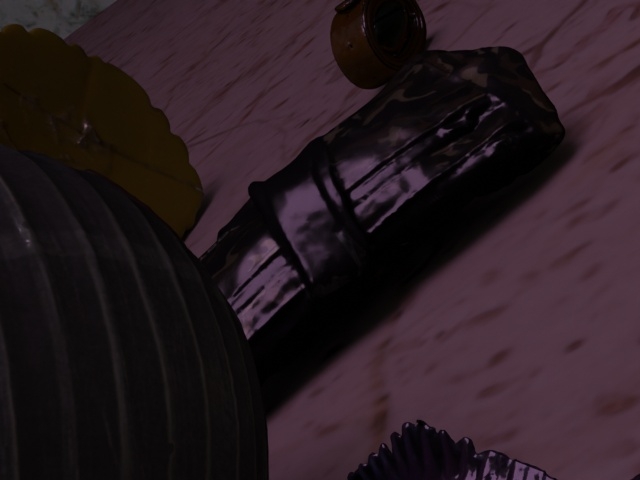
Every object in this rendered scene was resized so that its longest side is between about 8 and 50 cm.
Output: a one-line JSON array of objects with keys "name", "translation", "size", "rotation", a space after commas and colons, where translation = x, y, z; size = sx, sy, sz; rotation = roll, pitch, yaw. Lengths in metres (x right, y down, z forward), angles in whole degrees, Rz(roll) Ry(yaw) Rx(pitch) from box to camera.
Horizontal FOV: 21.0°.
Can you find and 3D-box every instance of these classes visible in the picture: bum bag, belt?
[{"name": "bum bag", "translation": [-0.001, -0.001, 0.781], "size": [0.248, 0.069, 0.102], "rotation": [-40, 51, -6]}, {"name": "belt", "translation": [0.035, -0.131, 1.093], "size": [0.036, 0.059, 0.083], "rotation": [-29, 19, 33]}]

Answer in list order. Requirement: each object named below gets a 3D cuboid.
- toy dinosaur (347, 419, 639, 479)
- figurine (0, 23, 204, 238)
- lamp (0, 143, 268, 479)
[{"name": "toy dinosaur", "translation": [0.043, 0.080, 0.428], "size": [0.197, 0.080, 0.045], "rotation": [-23, 25, 47]}, {"name": "figurine", "translation": [-0.254, 0.013, 1.197], "size": [0.187, 0.168, 0.315], "rotation": [7, -37, -46]}, {"name": "lamp", "translation": [-0.129, 0.081, 0.574], "size": [0.265, 0.233, 0.233], "rotation": [-50, 5, 39]}]
